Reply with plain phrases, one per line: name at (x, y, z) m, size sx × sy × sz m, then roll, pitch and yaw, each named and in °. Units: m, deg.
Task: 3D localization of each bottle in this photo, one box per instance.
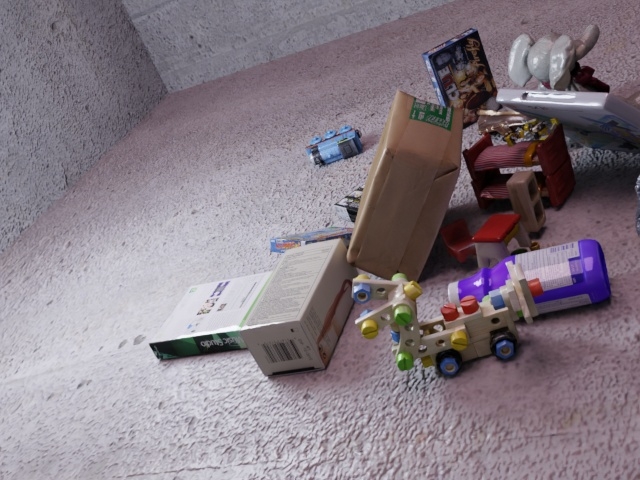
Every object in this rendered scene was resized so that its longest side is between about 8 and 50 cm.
bottle at (0.377, 0.081, 1.574) m, size 0.282 × 0.092 × 0.118 m, roll -15°, pitch 43°, yaw 22°

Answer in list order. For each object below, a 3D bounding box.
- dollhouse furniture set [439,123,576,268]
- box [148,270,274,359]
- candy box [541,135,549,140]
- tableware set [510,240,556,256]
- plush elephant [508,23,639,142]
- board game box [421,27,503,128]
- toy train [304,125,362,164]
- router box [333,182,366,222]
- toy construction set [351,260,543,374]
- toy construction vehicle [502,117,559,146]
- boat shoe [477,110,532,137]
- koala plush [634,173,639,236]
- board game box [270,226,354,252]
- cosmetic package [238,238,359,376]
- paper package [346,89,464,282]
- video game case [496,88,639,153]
dollhouse furniture set at (0.373, -0.098, 1.829) m, size 0.201 × 0.152 × 0.374 m, roll -2°, pitch 28°, yaw 40°
box at (-0.213, 0.169, 2.000) m, size 0.322 × 0.058 × 0.232 m, roll -12°, pitch 28°, yaw 29°
candy box at (0.619, -0.323, 2.231) m, size 0.105 × 0.027 × 0.206 m, roll -18°, pitch 25°, yaw 23°
tableware set at (0.427, 0.044, 1.690) m, size 0.104 × 0.024 × 0.154 m, roll -20°, pitch 26°, yaw 11°
plush elephant at (0.591, -0.396, 2.059) m, size 0.330 × 0.255 × 0.272 m, roll -23°, pitch 29°, yaw -14°
board game box at (0.399, -0.446, 2.417) m, size 0.165 × 0.243 × 0.042 m, roll -29°, pitch 26°, yaw -7°
toy train at (0.041, -0.287, 2.637) m, size 0.184 × 0.080 × 0.105 m, roll -19°, pitch 31°, yaw 12°
router box at (0.136, -0.095, 2.204) m, size 0.133 × 0.046 × 0.179 m, roll -35°, pitch 27°, yaw -21°
toy construction set at (0.231, 0.125, 1.483) m, size 0.327 × 0.215 × 0.151 m, roll -12°, pitch 28°, yaw 25°
toy construction vehicle at (0.448, -0.229, 1.826) m, size 0.098 × 0.035 × 0.086 m, roll -35°, pitch 14°, yaw -36°
boat shoe at (0.496, -0.304, 2.265) m, size 0.073 × 0.073 × 0.207 m, roll 5°, pitch 3°, yaw -32°
koala plush at (0.680, -0.062, 1.497) m, size 0.196 × 0.203 × 0.221 m, roll -28°, pitch 37°, yaw -4°
board game box at (0.000, 0.000, 2.058) m, size 0.201 × 0.035 × 0.136 m, roll -11°, pitch 11°, yaw -40°
cosmetic package at (-0.034, 0.137, 1.809) m, size 0.153 × 0.129 × 0.296 m, roll -13°, pitch 28°, yaw 28°
paper package at (0.190, -0.123, 1.883) m, size 0.168 × 0.310 × 0.325 m, roll 18°, pitch 32°, yaw 0°
video game case at (0.588, -0.248, 1.833) m, size 0.300 × 0.329 × 0.036 m, roll 19°, pitch 91°, yaw 57°
